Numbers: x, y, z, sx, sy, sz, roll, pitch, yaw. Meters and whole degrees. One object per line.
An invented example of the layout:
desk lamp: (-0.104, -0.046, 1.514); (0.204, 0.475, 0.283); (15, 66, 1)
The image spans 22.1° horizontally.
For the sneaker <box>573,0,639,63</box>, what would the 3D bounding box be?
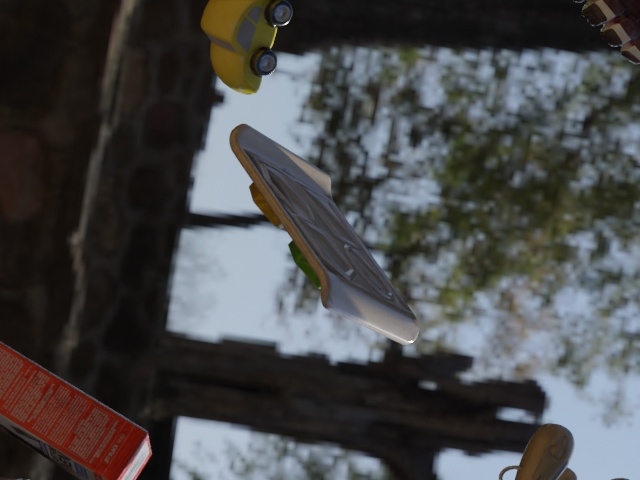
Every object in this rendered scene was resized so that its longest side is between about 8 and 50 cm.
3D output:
sneaker: (0.249, -0.233, 1.202); (0.162, 0.281, 0.106); (-34, -159, 55)

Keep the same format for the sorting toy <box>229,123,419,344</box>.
sorting toy: (0.000, 0.000, 1.556); (0.038, 0.193, 0.208); (-38, -119, 15)

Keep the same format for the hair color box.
hair color box: (-0.219, 0.139, 1.308); (0.053, 0.167, 0.093); (-56, 173, -17)

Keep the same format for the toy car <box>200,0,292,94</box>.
toy car: (-0.031, -0.254, 1.292); (0.225, 0.053, 0.239); (-20, -110, 49)

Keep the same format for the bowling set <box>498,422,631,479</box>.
bowling set: (0.321, 0.379, 2.046); (0.154, 0.287, 0.200); (-54, 180, -28)

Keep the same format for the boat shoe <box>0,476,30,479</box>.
boat shoe: (-0.333, 0.269, 1.621); (0.206, 0.075, 0.065); (150, -57, -65)
